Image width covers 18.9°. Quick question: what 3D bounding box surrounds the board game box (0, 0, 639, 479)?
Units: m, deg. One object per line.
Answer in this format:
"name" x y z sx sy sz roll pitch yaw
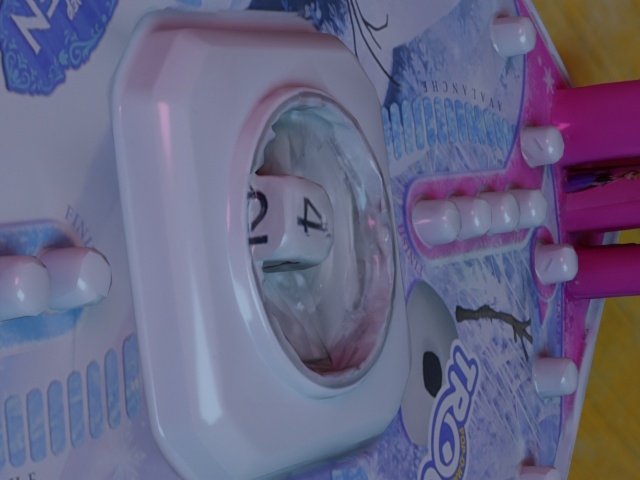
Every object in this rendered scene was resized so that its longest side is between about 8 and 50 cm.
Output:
"board game box" 0.000 0.000 0.512 0.390 0.050 0.390 56 39 -39
